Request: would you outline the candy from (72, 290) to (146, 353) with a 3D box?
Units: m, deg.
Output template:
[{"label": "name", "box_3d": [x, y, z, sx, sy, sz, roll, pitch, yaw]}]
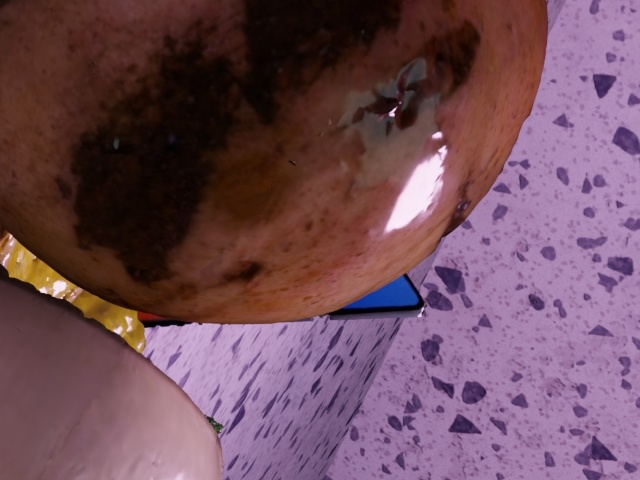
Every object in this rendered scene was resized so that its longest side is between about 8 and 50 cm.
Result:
[{"label": "candy", "box_3d": [-0.214, 0.095, 1.142, 0.199, 0.106, 0.094, -39, 139, -51]}]

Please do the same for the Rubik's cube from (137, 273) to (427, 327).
[{"label": "Rubik's cube", "box_3d": [0.000, 0.000, 1.491, 0.284, 0.234, 0.250, -61, 170, 11]}]

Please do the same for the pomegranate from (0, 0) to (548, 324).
[{"label": "pomegranate", "box_3d": [-0.040, -0.110, 0.826, 0.322, 0.322, 0.322, -55, 169, -16]}]

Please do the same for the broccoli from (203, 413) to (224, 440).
[{"label": "broccoli", "box_3d": [-0.160, 0.272, 1.773, 0.195, 0.156, 0.195, -16, 110, -49]}]

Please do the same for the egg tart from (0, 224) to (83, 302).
[{"label": "egg tart", "box_3d": [-0.177, -0.027, 1.034, 0.191, 0.074, 0.191, -54, 168, -17]}]

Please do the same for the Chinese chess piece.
[{"label": "Chinese chess piece", "box_3d": [-0.182, 0.110, 0.868, 0.270, 0.270, 0.112, 100, 13, -63]}]
